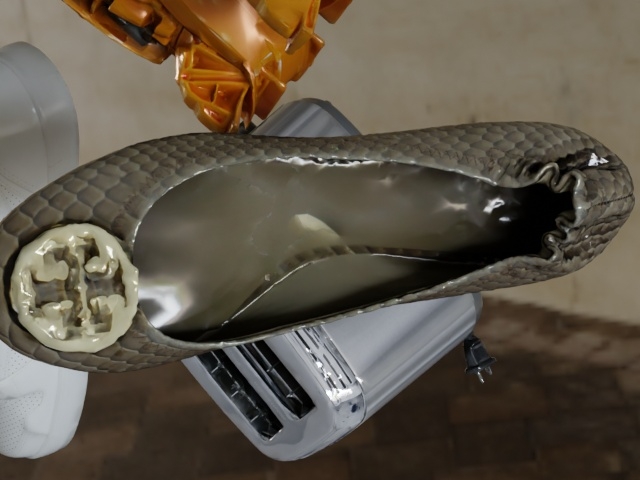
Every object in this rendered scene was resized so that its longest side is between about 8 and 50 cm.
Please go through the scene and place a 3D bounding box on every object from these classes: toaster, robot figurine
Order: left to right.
[{"bbox_3d":[-0.108,-0.174,0.631,0.085,0.291,0.211,-51,2,-25],"label":"robot figurine"},{"bbox_3d":[-0.008,0.034,0.989,0.146,0.227,0.129,-38,0,-39],"label":"toaster"}]

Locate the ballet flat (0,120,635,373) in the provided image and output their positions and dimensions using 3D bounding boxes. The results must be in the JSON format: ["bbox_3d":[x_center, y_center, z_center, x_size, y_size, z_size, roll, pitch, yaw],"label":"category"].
[{"bbox_3d":[0.000,0.000,0.585,0.250,0.084,0.058,-7,13,-13],"label":"ballet flat"}]

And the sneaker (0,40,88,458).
[{"bbox_3d":[-0.229,0.038,0.931,0.108,0.292,0.169,31,44,33],"label":"sneaker"}]
